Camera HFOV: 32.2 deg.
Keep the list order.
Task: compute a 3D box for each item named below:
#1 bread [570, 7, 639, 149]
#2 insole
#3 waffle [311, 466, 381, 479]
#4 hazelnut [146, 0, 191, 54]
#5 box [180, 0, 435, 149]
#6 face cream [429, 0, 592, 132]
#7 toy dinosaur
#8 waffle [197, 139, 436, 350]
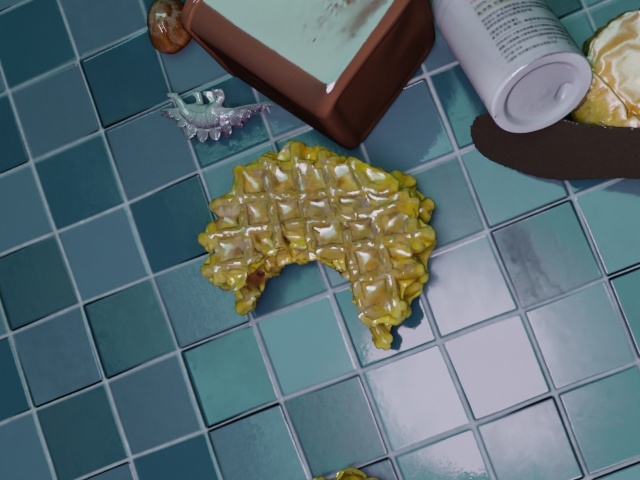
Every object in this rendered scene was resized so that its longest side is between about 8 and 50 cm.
[{"bbox_3d":[0.456,-0.209,1.518,0.240,0.139,0.239,-1,87,11],"label":"bread"},{"bbox_3d":[0.352,-0.126,1.522,0.328,0.111,0.007,9,42,36],"label":"insole"},{"bbox_3d":[0.037,0.475,1.564,0.325,0.068,0.301,-9,82,9],"label":"waffle"},{"bbox_3d":[-0.231,-0.333,1.702,0.086,0.086,0.086,-1,83,11],"label":"hazelnut"},{"bbox_3d":[0.002,-0.292,1.521,0.229,0.339,0.239,37,92,10],"label":"box"},{"bbox_3d":[0.231,-0.324,1.550,0.145,0.145,0.369,-29,52,7],"label":"face cream"},{"bbox_3d":[-0.156,-0.192,1.680,0.209,0.039,0.082,-3,101,28],"label":"toy dinosaur"},{"bbox_3d":[0.000,0.000,1.583,0.324,0.151,0.261,13,82,9],"label":"waffle"}]
